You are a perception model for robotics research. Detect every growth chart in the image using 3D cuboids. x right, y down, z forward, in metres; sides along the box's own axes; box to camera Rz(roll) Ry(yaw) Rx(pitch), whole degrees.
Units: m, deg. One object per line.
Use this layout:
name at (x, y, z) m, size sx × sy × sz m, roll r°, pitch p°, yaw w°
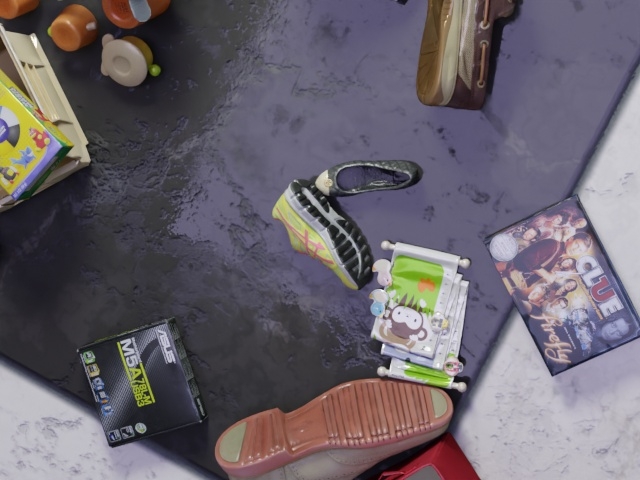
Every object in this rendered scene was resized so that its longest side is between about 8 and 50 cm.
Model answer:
growth chart at (0.162, 0.123, 1.869) m, size 0.172 × 0.021 × 0.237 m, roll 4°, pitch 93°, yaw 13°

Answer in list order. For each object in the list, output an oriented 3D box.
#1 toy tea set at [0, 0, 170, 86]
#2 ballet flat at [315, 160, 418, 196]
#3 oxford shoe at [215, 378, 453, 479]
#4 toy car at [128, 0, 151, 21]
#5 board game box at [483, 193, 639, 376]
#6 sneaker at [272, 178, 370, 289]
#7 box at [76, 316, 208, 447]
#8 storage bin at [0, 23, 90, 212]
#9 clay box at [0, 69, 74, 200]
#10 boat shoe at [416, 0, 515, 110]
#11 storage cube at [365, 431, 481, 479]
toy tea set at (-0.396, -0.413, 1.930) m, size 0.336 × 0.124 × 0.200 m, roll 27°, pitch 131°, yaw 7°
ballet flat at (0.074, -0.104, 1.856) m, size 0.173 × 0.049 × 0.057 m, roll -7°, pitch 93°, yaw 15°
oxford shoe at (0.033, 0.338, 1.895) m, size 0.397 × 0.140 × 0.146 m, roll -13°, pitch 126°, yaw 9°
toy car at (-0.307, -0.441, 1.788) m, size 0.155 × 0.149 × 0.188 m, roll -46°, pitch 101°, yaw -18°
board game box at (0.386, 0.071, 1.800) m, size 0.165 × 0.042 × 0.243 m, roll -28°, pitch 89°, yaw 15°
sneaker at (0.000, 0.000, 1.880) m, size 0.094 × 0.081 × 0.208 m, roll -36°, pitch 91°, yaw 38°
box at (-0.312, 0.249, 1.995) m, size 0.184 × 0.045 × 0.190 m, roll -17°, pitch 92°, yaw 18°
storage bin at (-0.573, -0.194, 1.972) m, size 0.262 × 0.123 × 0.260 m, roll -26°, pitch 89°, yaw 15°
clay box at (-0.527, -0.187, 1.871) m, size 0.222 × 0.053 × 0.127 m, roll 45°, pitch 104°, yaw 5°
boat shoe at (0.240, -0.370, 1.766) m, size 0.123 × 0.123 × 0.342 m, roll 8°, pitch 93°, yaw -17°
storage cube at (0.169, 0.446, 1.818) m, size 0.184 × 0.193 × 0.215 m, roll -34°, pitch 86°, yaw 15°
